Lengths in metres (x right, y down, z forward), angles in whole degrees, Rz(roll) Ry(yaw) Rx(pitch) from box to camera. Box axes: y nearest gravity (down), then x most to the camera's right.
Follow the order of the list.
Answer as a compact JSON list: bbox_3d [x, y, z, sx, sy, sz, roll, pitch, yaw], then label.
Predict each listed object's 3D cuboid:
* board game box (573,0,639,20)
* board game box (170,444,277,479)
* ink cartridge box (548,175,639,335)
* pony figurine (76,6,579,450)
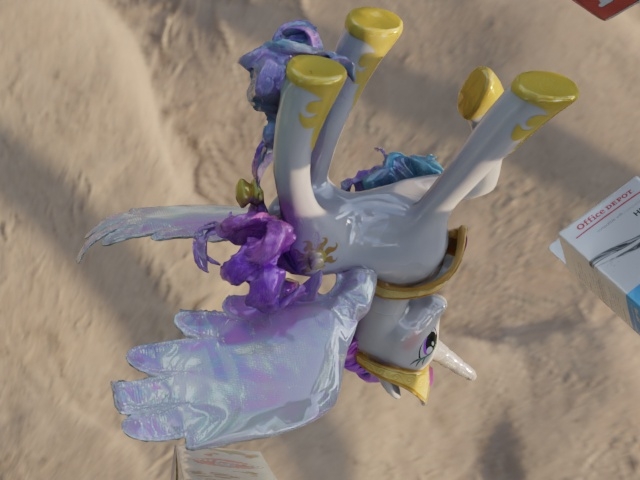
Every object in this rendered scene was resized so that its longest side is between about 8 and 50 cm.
[{"bbox_3d":[0.143,-0.229,0.576,0.027,0.145,0.281,25,51,-35],"label":"board game box"},{"bbox_3d":[-0.096,0.318,1.424,0.097,0.303,0.224,5,88,-6],"label":"board game box"},{"bbox_3d":[0.305,0.011,1.495,0.104,0.060,0.180,-36,47,-8],"label":"ink cartridge box"},{"bbox_3d":[0.000,0.000,1.234,0.351,0.363,0.303,2,38,-17],"label":"pony figurine"}]
